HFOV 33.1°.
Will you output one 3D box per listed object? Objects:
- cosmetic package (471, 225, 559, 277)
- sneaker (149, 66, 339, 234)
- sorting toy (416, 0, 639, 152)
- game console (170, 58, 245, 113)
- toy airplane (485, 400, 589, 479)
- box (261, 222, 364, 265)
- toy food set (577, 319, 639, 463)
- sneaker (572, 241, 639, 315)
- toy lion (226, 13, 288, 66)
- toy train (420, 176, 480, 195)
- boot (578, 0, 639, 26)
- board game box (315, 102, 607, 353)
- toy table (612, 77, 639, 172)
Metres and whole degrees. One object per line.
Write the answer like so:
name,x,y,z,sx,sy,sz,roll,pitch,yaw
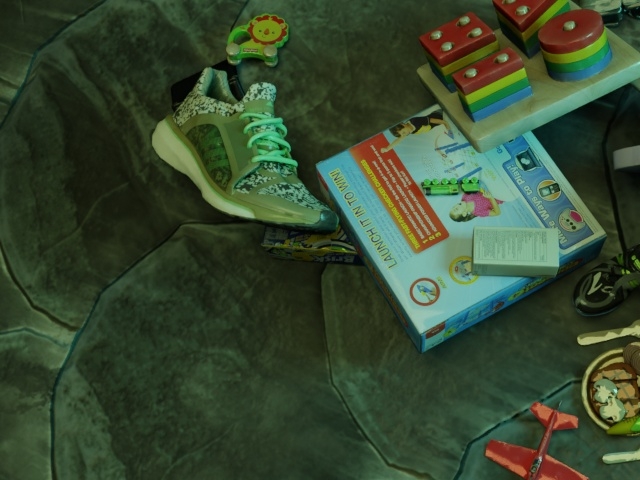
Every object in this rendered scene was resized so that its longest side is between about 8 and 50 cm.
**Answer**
cosmetic package,0.263,0.015,1.459,0.115,0.041,0.060,4,65,6
sneaker,-0.108,-0.144,1.611,0.410,0.158,0.182,37,110,39
sorting toy,0.281,-0.267,1.523,0.255,0.089,0.257,-26,34,1
game console,-0.183,-0.236,1.812,0.122,0.071,0.107,-24,98,8
toy airplane,0.308,0.290,1.488,0.151,0.028,0.151,-5,71,16
box,0.000,0.000,1.654,0.169,0.059,0.054,5,69,18
toy food set,0.425,0.204,1.476,0.132,0.038,0.192,-13,69,12
sneaker,0.433,0.038,1.506,0.188,0.078,0.067,-32,67,5
toy lion,-0.104,-0.339,1.804,0.100,0.034,0.096,3,63,3
toy train,0.184,-0.076,1.521,0.083,0.017,0.024,-3,76,3
boot,0.397,-0.407,1.665,0.246,0.083,0.161,-6,77,16
board game box,0.197,-0.042,1.562,0.302,0.086,0.308,-27,66,-8
toy table,0.540,-0.185,1.473,0.274,0.252,0.161,-3,88,7
